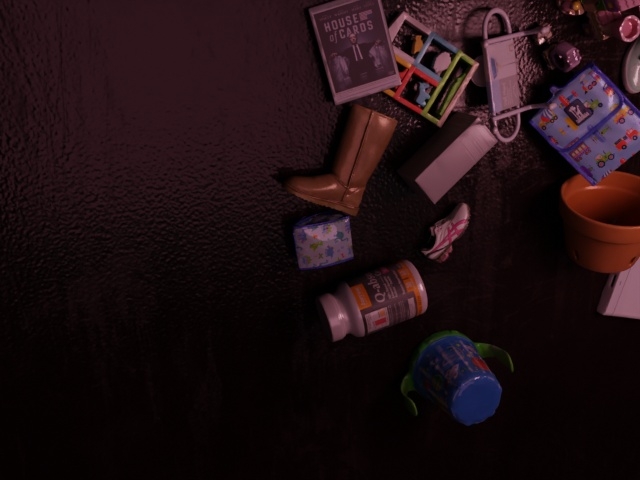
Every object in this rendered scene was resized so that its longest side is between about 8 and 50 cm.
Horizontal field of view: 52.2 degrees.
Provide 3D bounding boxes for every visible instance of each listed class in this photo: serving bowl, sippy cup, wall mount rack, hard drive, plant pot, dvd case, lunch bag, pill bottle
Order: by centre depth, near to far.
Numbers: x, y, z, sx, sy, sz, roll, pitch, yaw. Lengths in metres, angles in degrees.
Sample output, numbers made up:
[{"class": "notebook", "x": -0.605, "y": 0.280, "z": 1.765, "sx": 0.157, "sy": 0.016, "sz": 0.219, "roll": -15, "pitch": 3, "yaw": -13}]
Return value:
[{"class": "dvd case", "x": 0.085, "y": -0.471, "z": 1.594, "sx": 0.179, "sy": 0.029, "sz": 0.239, "roll": -18, "pitch": 109, "yaw": -3}, {"class": "wall mount rack", "x": 0.472, "y": -0.411, "z": 1.655, "sx": 0.304, "sy": 0.130, "sz": 0.350, "roll": -23, "pitch": 110, "yaw": -34}, {"class": "lunch bag", "x": 0.000, "y": 0.000, "z": 1.716, "sx": 0.151, "sy": 0.096, "sz": 0.129, "roll": -18, "pitch": 114, "yaw": -22}, {"class": "serving bowl", "x": 0.429, "y": -0.452, "z": 1.736, "sx": 0.083, "sy": 0.027, "sz": 0.083, "roll": -6, "pitch": 110, "yaw": -17}, {"class": "pill bottle", "x": 0.137, "y": 0.168, "z": 1.783, "sx": 0.278, "sy": 0.162, "sz": 0.162, "roll": -19, "pitch": 113, "yaw": -11}, {"class": "lunch bag", "x": 0.739, "y": -0.336, "z": 1.809, "sx": 0.293, "sy": 0.138, "sz": 0.221, "roll": 38, "pitch": 117, "yaw": -14}, {"class": "plant pot", "x": 0.829, "y": -0.045, "z": 1.889, "sx": 0.291, "sy": 0.291, "sz": 0.203, "roll": -14, "pitch": 130, "yaw": -13}, {"class": "sippy cup", "x": 0.407, "y": 0.416, "z": 1.922, "sx": 0.240, "sy": 0.224, "sz": 0.305, "roll": 34, "pitch": 96, "yaw": -24}, {"class": "hard drive", "x": 1.097, "y": 0.151, "z": 2.153, "sx": 0.353, "sy": 0.047, "sz": 0.233, "roll": 8, "pitch": 106, "yaw": -21}]

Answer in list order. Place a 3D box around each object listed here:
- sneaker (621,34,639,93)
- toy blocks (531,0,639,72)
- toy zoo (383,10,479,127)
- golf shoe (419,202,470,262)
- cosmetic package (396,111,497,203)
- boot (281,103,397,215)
[{"class": "sneaker", "x": 0.943, "y": -0.529, "z": 1.809, "sx": 0.094, "sy": 0.151, "sz": 0.256, "roll": 11, "pitch": 106, "yaw": -23}, {"class": "toy blocks", "x": 0.717, "y": -0.616, "z": 1.645, "sx": 0.309, "sy": 0.260, "sz": 0.288, "roll": -36, "pitch": 116, "yaw": -3}, {"class": "toy zoo", "x": 0.238, "y": -0.444, "z": 1.664, "sx": 0.293, "sy": 0.030, "sz": 0.192, "roll": 27, "pitch": 99, "yaw": -18}, {"class": "golf shoe", "x": 0.352, "y": -0.029, "z": 1.836, "sx": 0.086, "sy": 0.067, "sz": 0.186, "roll": 26, "pitch": 99, "yaw": -22}, {"class": "cosmetic package", "x": 0.332, "y": -0.222, "z": 1.731, "sx": 0.238, "sy": 0.127, "sz": 0.107, "roll": -46, "pitch": 115, "yaw": 3}, {"class": "boot", "x": 0.047, "y": -0.219, "z": 1.667, "sx": 0.236, "sy": 0.089, "sz": 0.269, "roll": 15, "pitch": 102, "yaw": -29}]
